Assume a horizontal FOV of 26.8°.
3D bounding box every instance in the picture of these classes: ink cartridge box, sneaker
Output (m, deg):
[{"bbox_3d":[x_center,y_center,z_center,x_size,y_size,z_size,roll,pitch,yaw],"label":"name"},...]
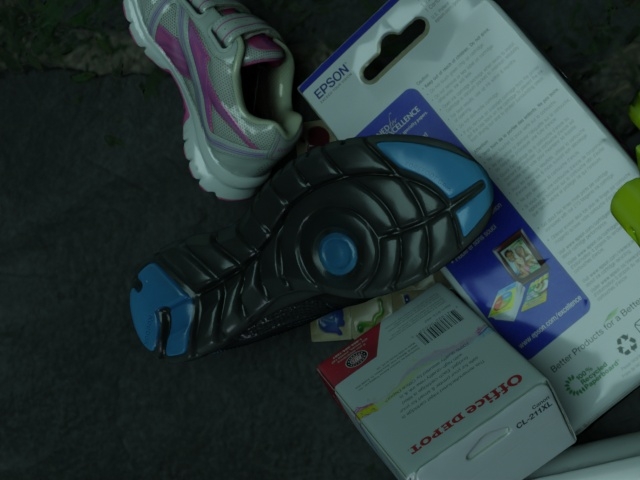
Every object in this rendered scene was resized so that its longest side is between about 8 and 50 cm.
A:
[{"bbox_3d":[0.093,0.126,1.040,0.127,0.072,0.175,-34,32,-6],"label":"ink cartridge box"},{"bbox_3d":[0.159,-0.042,1.090,0.176,0.069,0.371,-42,78,17],"label":"ink cartridge box"},{"bbox_3d":[-0.081,-0.168,1.167,0.111,0.103,0.252,-26,88,41],"label":"sneaker"},{"bbox_3d":[0.000,0.000,1.099,0.341,0.140,0.125,-21,84,32],"label":"sneaker"}]

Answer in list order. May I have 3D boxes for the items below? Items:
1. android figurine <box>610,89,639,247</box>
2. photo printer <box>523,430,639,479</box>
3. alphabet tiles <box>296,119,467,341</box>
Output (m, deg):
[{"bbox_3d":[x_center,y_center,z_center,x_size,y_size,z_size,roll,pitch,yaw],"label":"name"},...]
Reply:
[{"bbox_3d":[0.339,-0.041,0.950,0.248,0.056,0.272,-25,46,-2],"label":"android figurine"},{"bbox_3d":[0.167,0.298,1.042,0.308,0.107,0.256,-15,85,9],"label":"photo printer"},{"bbox_3d":[0.078,0.004,1.163,0.198,0.009,0.237,-5,88,22],"label":"alphabet tiles"}]
